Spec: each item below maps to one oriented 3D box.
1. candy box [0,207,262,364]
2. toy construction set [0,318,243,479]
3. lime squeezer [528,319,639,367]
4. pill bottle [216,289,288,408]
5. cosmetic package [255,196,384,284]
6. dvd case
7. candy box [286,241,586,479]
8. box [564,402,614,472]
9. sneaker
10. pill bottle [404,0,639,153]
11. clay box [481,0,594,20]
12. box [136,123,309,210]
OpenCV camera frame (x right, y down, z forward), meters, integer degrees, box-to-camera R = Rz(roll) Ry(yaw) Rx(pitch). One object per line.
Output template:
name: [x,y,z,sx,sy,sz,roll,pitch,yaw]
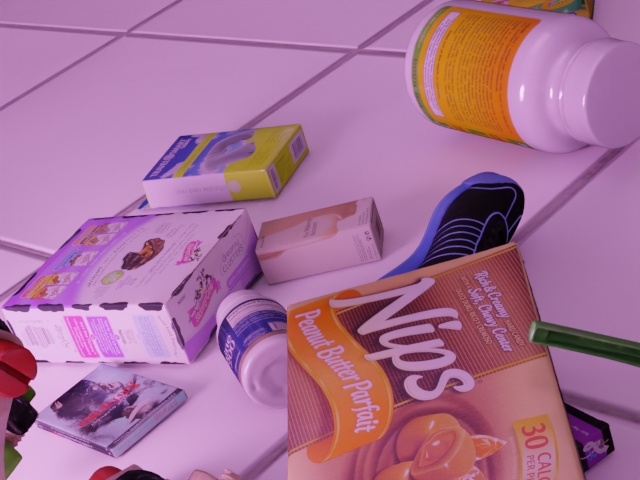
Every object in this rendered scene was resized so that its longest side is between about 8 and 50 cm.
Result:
candy box: [-0.175,0.044,1.364,0.196,0.070,0.165,-2,32,31]
toy construction set: [-0.204,0.220,0.965,0.309,0.257,0.237,25,66,25]
lime squeezer: [0.286,0.115,0.910,0.310,0.058,0.110,28,43,24]
pill bottle: [-0.050,0.087,1.206,0.067,0.067,0.120,-24,27,-9]
cosmetic package: [0.000,0.000,1.362,0.115,0.041,0.060,-13,28,11]
dvd case: [-0.184,0.146,1.244,0.119,0.013,0.087,13,41,45]
candy box: [0.075,0.133,0.956,0.183,0.087,0.316,-16,28,7]
box: [0.110,0.161,1.010,0.162,0.029,0.116,-30,29,-22]
sneaker: [0.120,0.028,1.201,0.090,0.081,0.232,13,48,42]
pill bottle: [0.209,-0.161,1.417,0.136,0.136,0.246,-33,30,-25]
clay box: [0.262,-0.292,1.715,0.127,0.053,0.222,-9,30,19]
box: [-0.113,-0.081,1.585,0.178,0.042,0.109,-4,31,26]
